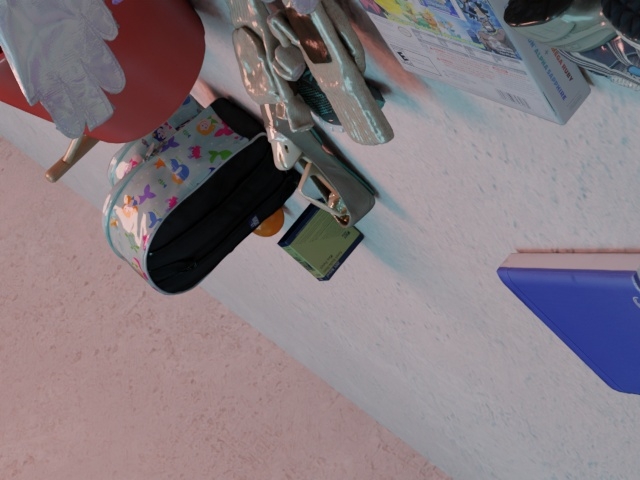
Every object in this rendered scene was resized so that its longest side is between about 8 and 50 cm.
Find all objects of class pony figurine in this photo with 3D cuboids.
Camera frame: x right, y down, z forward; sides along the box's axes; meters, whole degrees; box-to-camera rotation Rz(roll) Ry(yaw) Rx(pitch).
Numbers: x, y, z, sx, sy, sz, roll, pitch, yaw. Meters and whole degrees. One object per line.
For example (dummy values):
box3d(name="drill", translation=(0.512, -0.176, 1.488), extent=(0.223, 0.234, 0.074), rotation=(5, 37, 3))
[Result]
box3d(name="pony figurine", translation=(-0.198, -0.312, 1.356), extent=(0.351, 0.303, 0.363), rotation=(59, 172, -27))

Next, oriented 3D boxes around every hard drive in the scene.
box3d(name="hard drive", translation=(0.327, 0.093, 1.657), extent=(0.210, 0.040, 0.318), rotation=(44, 168, -12))

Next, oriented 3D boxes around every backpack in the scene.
box3d(name="backpack", translation=(-0.180, -0.059, 2.167), extent=(0.191, 0.253, 0.225), rotation=(35, 168, 24))

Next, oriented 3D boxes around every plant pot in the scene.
box3d(name="plant pot", translation=(-0.278, -0.251, 1.820), extent=(0.275, 0.275, 0.243), rotation=(28, 175, 46))

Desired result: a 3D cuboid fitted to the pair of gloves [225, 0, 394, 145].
box3d(name="pair of gloves", translation=(-0.033, -0.191, 1.607), extent=(0.240, 0.042, 0.204), rotation=(21, 138, 56))

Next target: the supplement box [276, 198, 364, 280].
box3d(name="supplement box", translation=(0.000, 0.000, 2.233), extent=(0.083, 0.083, 0.056), rotation=(41, 169, -9))

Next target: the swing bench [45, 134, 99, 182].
box3d(name="swing bench", translation=(-0.352, -0.258, 2.110), extent=(0.253, 0.255, 0.165), rotation=(39, 131, 4))

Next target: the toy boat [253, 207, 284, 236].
box3d(name="toy boat", translation=(-0.129, -0.043, 2.425), extent=(0.151, 0.151, 0.231), rotation=(13, 171, -9))

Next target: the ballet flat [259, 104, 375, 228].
box3d(name="ballet flat", translation=(-0.017, -0.097, 1.969), extent=(0.213, 0.068, 0.072), rotation=(46, 167, -21))

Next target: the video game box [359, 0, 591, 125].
box3d(name="video game box", translation=(0.104, -0.192, 1.299), extent=(0.205, 0.048, 0.187), rotation=(27, 164, 47))

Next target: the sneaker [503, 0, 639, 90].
box3d(name="sneaker", translation=(0.235, -0.143, 0.994), extent=(0.122, 0.110, 0.283), rotation=(32, 179, -22))

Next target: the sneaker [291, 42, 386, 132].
box3d(name="sneaker", translation=(0.000, -0.167, 1.685), extent=(0.166, 0.065, 0.076), rotation=(25, 157, 47))
